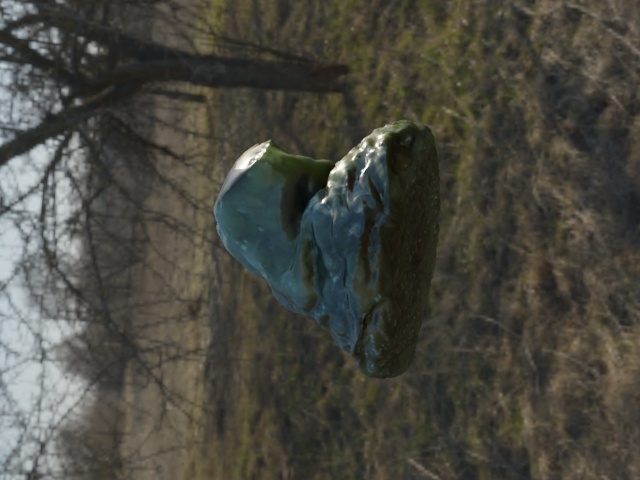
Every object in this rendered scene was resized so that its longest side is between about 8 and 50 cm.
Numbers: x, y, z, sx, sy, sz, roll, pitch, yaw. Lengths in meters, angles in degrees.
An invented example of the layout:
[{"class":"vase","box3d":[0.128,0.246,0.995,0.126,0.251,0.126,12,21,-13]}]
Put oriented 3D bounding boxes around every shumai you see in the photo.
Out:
[{"class":"shumai","box3d":[0.000,0.000,1.057,0.309,0.263,0.304,-47,-38,-61]}]
